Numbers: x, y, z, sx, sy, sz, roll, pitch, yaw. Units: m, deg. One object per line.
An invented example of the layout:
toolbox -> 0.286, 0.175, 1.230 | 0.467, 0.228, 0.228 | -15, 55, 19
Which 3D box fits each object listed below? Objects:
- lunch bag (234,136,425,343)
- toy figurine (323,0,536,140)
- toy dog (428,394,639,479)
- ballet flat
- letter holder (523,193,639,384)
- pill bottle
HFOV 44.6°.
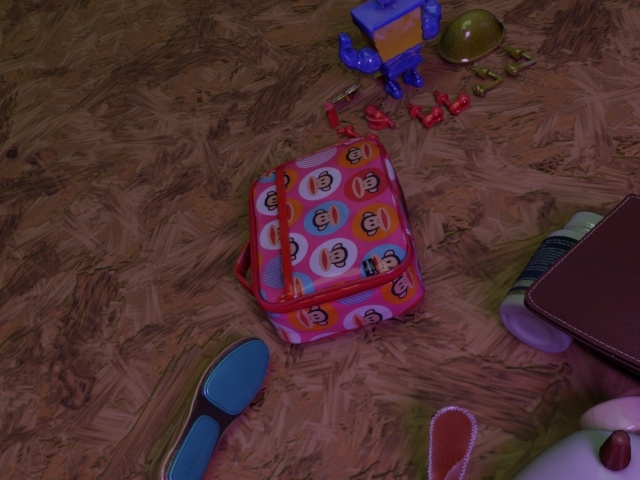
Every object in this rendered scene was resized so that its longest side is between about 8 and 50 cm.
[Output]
lunch bag -> 0.000, 0.000, 1.106 | 0.258, 0.120, 0.293 | -18, 44, 10
toy figurine -> 0.158, -0.332, 1.272 | 0.362, 0.217, 0.191 | -29, 46, -6
toy dog -> 0.189, 0.247, 0.737 | 0.333, 0.161, 0.220 | -34, 44, 2
ballet flat -> -0.147, 0.217, 0.989 | 0.073, 0.080, 0.232 | -16, 34, 50
letter holder -> 0.379, 0.106, 0.758 | 0.214, 0.152, 0.302 | -36, 36, -23
pill bottle -> 0.300, 0.046, 0.958 | 0.094, 0.094, 0.169 | 22, 60, 35
